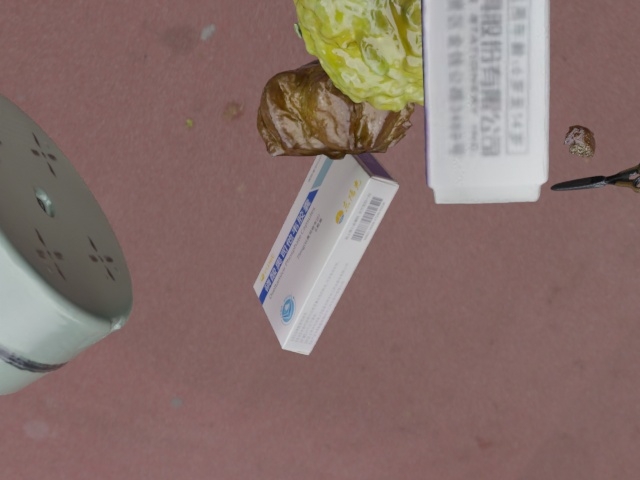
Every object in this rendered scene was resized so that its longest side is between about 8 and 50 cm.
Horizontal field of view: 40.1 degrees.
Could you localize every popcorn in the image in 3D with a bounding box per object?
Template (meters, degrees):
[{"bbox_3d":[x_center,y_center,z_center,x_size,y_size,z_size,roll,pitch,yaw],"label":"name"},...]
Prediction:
[{"bbox_3d":[0.084,-0.286,1.011,0.236,0.252,0.206,-5,166,0],"label":"popcorn"}]

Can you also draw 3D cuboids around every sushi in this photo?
[{"bbox_3d":[0.493,-0.184,1.658,0.052,0.120,0.055,11,93,21],"label":"sushi"}]

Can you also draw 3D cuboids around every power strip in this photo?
[{"bbox_3d":[-0.380,-0.013,1.005,0.161,0.357,0.358,-31,117,7],"label":"power strip"}]

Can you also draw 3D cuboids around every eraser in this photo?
[{"bbox_3d":[0.106,-0.171,0.578,0.081,0.124,0.279,-1,104,9],"label":"eraser"}]

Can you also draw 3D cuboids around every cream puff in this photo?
[{"bbox_3d":[0.028,-0.200,1.297,0.240,0.269,0.155,-2,93,23],"label":"cream puff"}]

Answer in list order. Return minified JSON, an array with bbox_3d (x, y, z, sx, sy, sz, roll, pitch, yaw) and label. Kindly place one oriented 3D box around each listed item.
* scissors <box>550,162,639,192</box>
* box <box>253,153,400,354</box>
[{"bbox_3d":[0.528,-0.111,1.639,0.220,0.088,0.017,-7,134,44],"label":"scissors"},{"bbox_3d":[0.000,0.000,1.518,0.065,0.200,0.344,15,113,-28],"label":"box"}]
